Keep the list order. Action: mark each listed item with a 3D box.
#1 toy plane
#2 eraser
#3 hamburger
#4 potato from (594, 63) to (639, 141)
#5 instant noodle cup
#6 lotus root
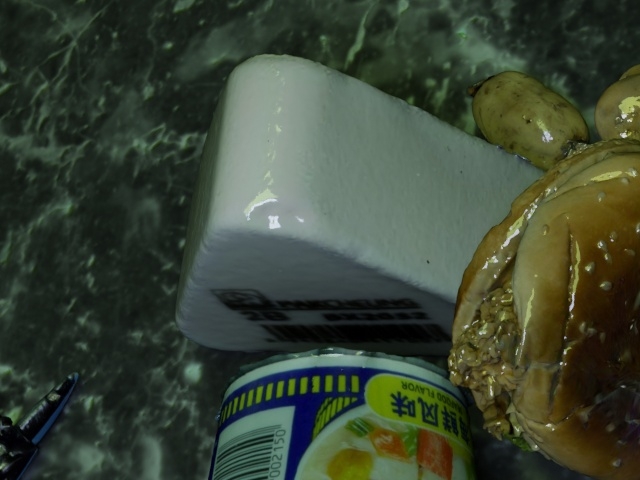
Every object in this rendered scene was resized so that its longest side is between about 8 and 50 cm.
[{"bbox_3d":[-0.298,0.206,1.354,0.169,0.078,0.246,37,85,29],"label":"toy plane"},{"bbox_3d":[0.000,0.000,1.252,0.331,0.331,0.150,1,71,21],"label":"eraser"},{"bbox_3d":[0.211,0.050,1.122,0.146,0.286,0.243,23,107,58],"label":"hamburger"},{"bbox_3d":[0.263,-0.108,1.283,0.068,0.062,0.083,32,54,-2],"label":"potato"},{"bbox_3d":[0.013,0.257,1.130,0.284,0.284,0.312,-8,59,18],"label":"instant noodle cup"},{"bbox_3d":[0.178,-0.094,1.304,0.072,0.063,0.152,-45,58,-12],"label":"lotus root"}]
